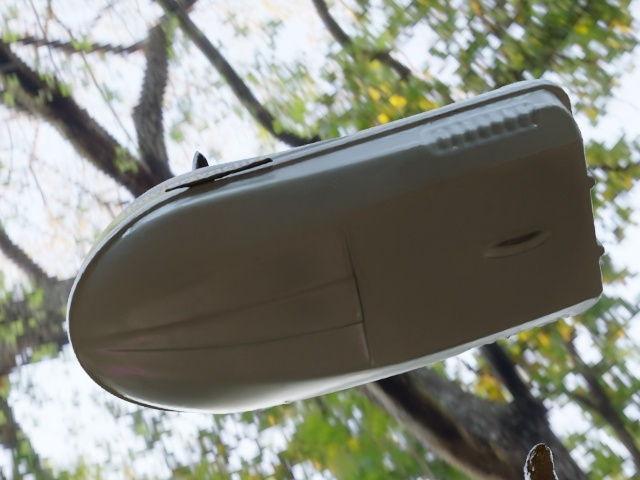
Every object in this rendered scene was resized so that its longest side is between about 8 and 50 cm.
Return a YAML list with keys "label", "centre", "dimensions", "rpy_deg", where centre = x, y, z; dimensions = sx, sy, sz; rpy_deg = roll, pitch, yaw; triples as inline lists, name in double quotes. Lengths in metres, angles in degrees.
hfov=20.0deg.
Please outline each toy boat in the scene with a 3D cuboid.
- label: "toy boat"
  centre: [0.006, 0.001, 0.929]
  dimensions: [0.269, 0.141, 0.141]
  rpy_deg: [-11, -66, 3]

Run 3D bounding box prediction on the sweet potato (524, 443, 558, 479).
- label: "sweet potato"
  centre: [0.108, 0.196, 0.953]
  dimensions: [0.050, 0.050, 0.214]
  rpy_deg: [0, -52, -14]
